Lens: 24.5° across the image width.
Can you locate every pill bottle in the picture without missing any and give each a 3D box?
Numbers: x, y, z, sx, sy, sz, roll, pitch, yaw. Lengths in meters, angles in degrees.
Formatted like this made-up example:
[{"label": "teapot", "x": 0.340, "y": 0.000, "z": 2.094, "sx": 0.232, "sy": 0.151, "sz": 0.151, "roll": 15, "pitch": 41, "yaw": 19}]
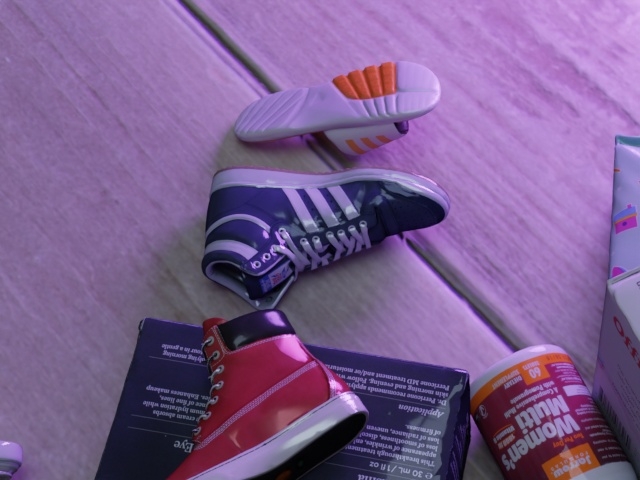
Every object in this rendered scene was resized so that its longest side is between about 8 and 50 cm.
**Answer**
[{"label": "pill bottle", "x": 0.246, "y": 0.226, "z": 1.495, "sx": 0.121, "sy": 0.121, "sz": 0.221, "roll": -23, "pitch": 61, "yaw": -7}]

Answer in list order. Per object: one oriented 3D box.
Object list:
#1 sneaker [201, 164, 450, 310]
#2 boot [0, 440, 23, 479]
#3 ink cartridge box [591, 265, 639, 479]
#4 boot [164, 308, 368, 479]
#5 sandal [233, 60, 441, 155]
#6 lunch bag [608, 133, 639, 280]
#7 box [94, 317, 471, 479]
[{"label": "sneaker", "x": 0.000, "y": 0.000, "z": 1.657, "sx": 0.282, "sy": 0.099, "sz": 0.153, "roll": 2, "pitch": 56, "yaw": 15}, {"label": "boot", "x": -0.433, "y": 0.293, "z": 1.551, "sx": 0.258, "sy": 0.095, "sz": 0.123, "roll": -14, "pitch": 66, "yaw": 7}, {"label": "ink cartridge box", "x": 0.369, "y": 0.172, "z": 1.408, "sx": 0.131, "sy": 0.306, "sz": 0.226, "roll": -23, "pitch": 62, "yaw": -7}, {"label": "boot", "x": -0.102, "y": 0.168, "z": 1.381, "sx": 0.244, "sy": 0.088, "sz": 0.176, "roll": -31, "pitch": 61, "yaw": -21}, {"label": "sandal", "x": 0.027, "y": -0.145, "z": 1.760, "sx": 0.265, "sy": 0.076, "sz": 0.102, "roll": -8, "pitch": 43, "yaw": 25}, {"label": "lunch bag", "x": 0.444, "y": 0.004, "z": 1.582, "sx": 0.262, "sy": 0.160, "sz": 0.223, "roll": 1, "pitch": 60, "yaw": 13}, {"label": "box", "x": -0.044, "y": 0.275, "z": 1.463, "sx": 0.343, "sy": 0.179, "sz": 0.312, "roll": 9, "pitch": 61, "yaw": 11}]
